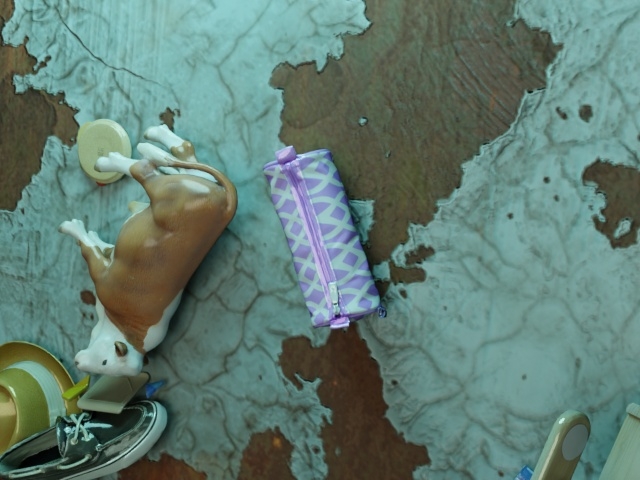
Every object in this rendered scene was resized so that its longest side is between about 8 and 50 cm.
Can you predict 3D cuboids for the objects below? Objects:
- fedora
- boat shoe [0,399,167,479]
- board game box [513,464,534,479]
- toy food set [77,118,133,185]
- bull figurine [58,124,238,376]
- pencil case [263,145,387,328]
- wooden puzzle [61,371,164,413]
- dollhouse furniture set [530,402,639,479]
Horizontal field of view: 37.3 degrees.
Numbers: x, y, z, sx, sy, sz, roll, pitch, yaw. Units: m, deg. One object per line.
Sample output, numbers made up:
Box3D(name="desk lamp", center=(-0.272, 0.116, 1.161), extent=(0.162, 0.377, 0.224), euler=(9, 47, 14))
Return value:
Box3D(name="fedora", center=(-0.405, 0.232, 1.247), extent=(0.194, 0.079, 0.194), euler=(3, 97, 23))
Box3D(name="boat shoe", center=(-0.296, 0.252, 1.173), extent=(0.219, 0.070, 0.078), euler=(-27, 44, 5))
Box3D(name="board game box", center=(0.212, 0.362, 1.018), extent=(0.136, 0.035, 0.201), euler=(39, 109, 15))
Box3D(name="toy food set", center=(-0.270, -0.110, 1.187), extent=(0.083, 0.020, 0.083), euler=(-6, 93, 23))
Box3D(name="bull figurine", center=(-0.216, 0.016, 1.133), extent=(0.188, 0.101, 0.310), euler=(44, 110, 15))
Box3D(name="pencil case", center=(0.000, 0.000, 1.046), extent=(0.086, 0.088, 0.206), euler=(-21, 86, 21))
Box3D(name="wooden puzzle", center=(-0.259, 0.189, 1.189), extent=(0.116, 0.078, 0.014), euler=(6, 124, 29))
Box3D(name="dollhouse furniture set", center=(0.380, 0.285, 0.771), extent=(0.355, 0.303, 0.174), euler=(24, 92, 52))
